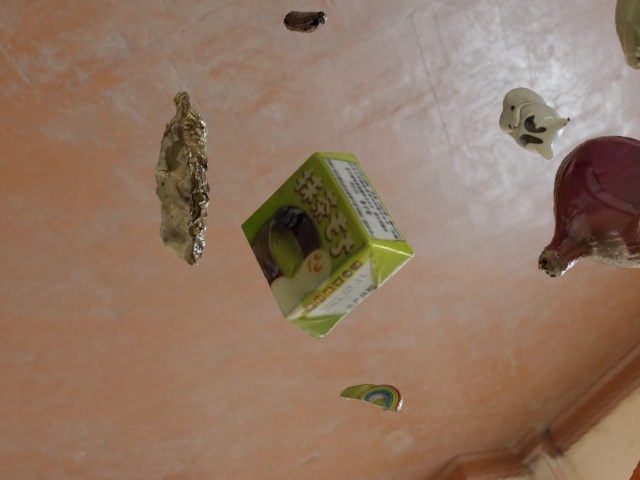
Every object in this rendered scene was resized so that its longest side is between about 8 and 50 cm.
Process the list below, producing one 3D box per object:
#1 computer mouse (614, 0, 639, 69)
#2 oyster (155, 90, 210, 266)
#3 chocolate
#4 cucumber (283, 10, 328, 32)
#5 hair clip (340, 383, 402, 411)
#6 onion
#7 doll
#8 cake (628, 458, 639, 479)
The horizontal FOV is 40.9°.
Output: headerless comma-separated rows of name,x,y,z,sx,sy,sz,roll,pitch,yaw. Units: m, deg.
computer mouse,0.664,-0.458,1.737,0.145,0.429,0.228,-6,106,9
oyster,-0.278,-0.105,1.857,0.111,0.204,0.396,-10,121,-27
chocolate,0.000,0.000,1.783,0.289,0.301,0.137,-43,148,22
cucumber,-0.022,-0.340,1.347,0.034,0.135,0.033,38,87,-31
hair clip,0.110,0.335,1.868,0.060,0.188,0.033,-41,115,-34
onion,0.369,-0.039,1.131,0.218,0.195,0.140,-35,146,-5
doll,0.448,-0.252,1.826,0.106,0.181,0.110,3,119,-9
cake,0.439,0.315,1.032,0.098,0.135,0.287,6,118,-24
